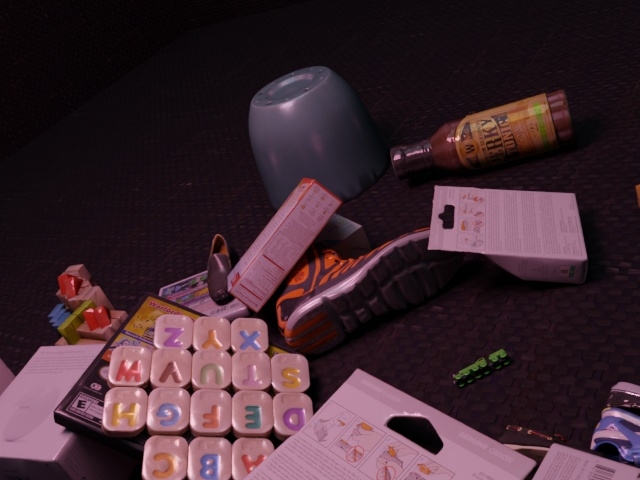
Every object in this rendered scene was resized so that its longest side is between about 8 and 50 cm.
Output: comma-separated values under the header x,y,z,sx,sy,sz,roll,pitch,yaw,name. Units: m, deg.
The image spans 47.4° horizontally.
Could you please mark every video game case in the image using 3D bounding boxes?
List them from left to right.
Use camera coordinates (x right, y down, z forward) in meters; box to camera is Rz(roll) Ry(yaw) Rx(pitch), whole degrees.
x,y,z,sx,sy,sz,roll,pitch,yaw,name
-0.190,0.212,1.045,0.275,0.035,0.248,21,43,8,video game case
-0.224,0.115,1.386,0.201,0.023,0.183,-21,29,9,video game case

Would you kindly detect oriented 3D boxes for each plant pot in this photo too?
x,y,z,sx,sy,sz,roll,pitch,yaw,name
-0.022,-0.234,1.587,0.293,0.235,0.293,-18,30,11,plant pot

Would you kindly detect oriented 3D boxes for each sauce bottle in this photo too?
x,y,z,sx,sy,sz,roll,pitch,yaw,name
0.308,-0.190,1.399,0.344,0.111,0.111,-16,30,19,sauce bottle

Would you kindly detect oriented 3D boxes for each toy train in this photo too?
x,y,z,sx,sy,sz,roll,pitch,yaw,name
0.214,0.170,0.974,0.083,0.017,0.024,-25,19,-1,toy train

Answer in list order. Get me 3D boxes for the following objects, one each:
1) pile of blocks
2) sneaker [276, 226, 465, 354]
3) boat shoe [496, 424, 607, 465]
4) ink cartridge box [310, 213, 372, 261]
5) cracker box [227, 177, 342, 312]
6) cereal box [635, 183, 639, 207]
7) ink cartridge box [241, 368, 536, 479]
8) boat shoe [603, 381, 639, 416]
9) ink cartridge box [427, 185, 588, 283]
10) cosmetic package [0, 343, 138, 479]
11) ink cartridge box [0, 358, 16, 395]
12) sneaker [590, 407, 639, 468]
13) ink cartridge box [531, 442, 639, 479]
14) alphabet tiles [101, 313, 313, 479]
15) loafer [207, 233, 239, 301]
x,y,z,sx,sy,sz,roll,pitch,yaw,name
-0.492,0.140,1.455,0.149,0.113,0.362,-36,31,-20,pile of blocks
0.064,0.043,1.183,0.321,0.125,0.180,-26,30,-3,sneaker
0.254,0.230,0.803,0.133,0.049,0.042,-6,37,49,boat shoe
0.000,0.000,1.364,0.104,0.061,0.181,-35,30,-17,ink cartridge box
-0.066,0.003,1.249,0.232,0.067,0.156,-52,10,1,cracker box
0.612,-0.080,1.049,0.240,0.047,0.173,-26,29,-2,cereal box
0.057,0.300,0.828,0.261,0.066,0.296,-39,33,-24,ink cartridge box
0.376,0.193,0.788,0.040,0.049,0.142,-46,29,-23,boat shoe
0.283,-0.013,1.118,0.224,0.056,0.181,2,36,11,ink cartridge box
-0.382,0.282,1.114,0.224,0.138,0.225,-6,36,29,cosmetic package
-0.658,0.335,1.255,0.201,0.117,0.278,-23,29,2,ink cartridge box
0.347,0.223,0.753,0.059,0.053,0.144,-42,26,-25,sneaker
0.280,0.286,0.668,0.190,0.082,0.139,9,43,43,ink cartridge box
-0.152,0.210,1.013,0.284,0.021,0.278,4,43,-10,alphabet tiles
-0.192,0.052,1.375,0.062,0.061,0.170,-21,30,5,loafer
